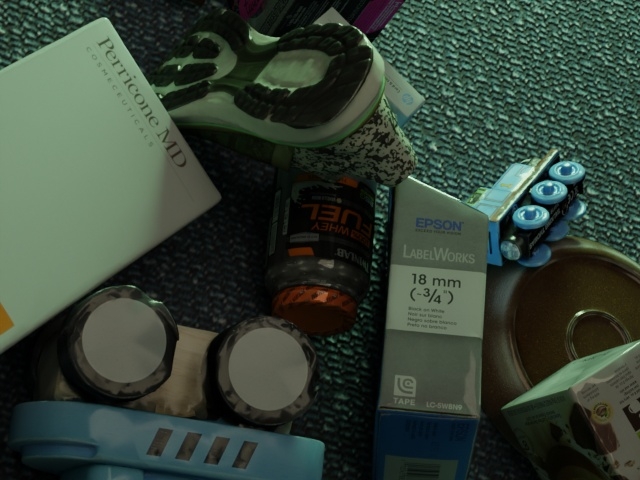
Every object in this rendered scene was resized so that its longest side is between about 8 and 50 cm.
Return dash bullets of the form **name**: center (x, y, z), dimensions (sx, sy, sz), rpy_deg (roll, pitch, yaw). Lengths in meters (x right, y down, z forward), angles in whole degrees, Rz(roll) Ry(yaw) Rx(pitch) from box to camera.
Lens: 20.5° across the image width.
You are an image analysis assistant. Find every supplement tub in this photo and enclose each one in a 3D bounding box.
- **supplement tub**: center (0.000, 0.000, 1.921), dimensions (0.117, 0.117, 0.190), rpy_deg (13, 62, -18)

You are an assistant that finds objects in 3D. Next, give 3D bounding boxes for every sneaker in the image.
- **sneaker**: center (-0.051, -0.121, 1.840), dimensions (0.158, 0.410, 0.182), rpy_deg (-49, 123, -16)

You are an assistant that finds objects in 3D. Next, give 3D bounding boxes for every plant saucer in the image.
- **plant saucer**: center (0.313, 0.127, 2.041), dimensions (0.311, 0.050, 0.310), rpy_deg (9, 63, -19)

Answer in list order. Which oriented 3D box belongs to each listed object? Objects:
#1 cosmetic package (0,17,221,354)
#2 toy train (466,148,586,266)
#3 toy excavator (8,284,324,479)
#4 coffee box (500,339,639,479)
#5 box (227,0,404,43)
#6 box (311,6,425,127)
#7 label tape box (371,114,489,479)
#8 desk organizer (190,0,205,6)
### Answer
- **cosmetic package**: center (-0.328, -0.014, 1.678), dimensions (0.230, 0.161, 0.453), rpy_deg (57, 43, -6)
- **toy train**: center (0.238, -0.039, 2.055), dimensions (0.105, 0.080, 0.184), rpy_deg (14, 41, 28)
- **toy excavator**: center (-0.101, 0.303, 1.709), dimensions (0.433, 0.222, 0.445), rpy_deg (12, 76, -19)
- **coffee box**: center (0.341, 0.269, 1.877), dimensions (0.119, 0.168, 0.297), rpy_deg (-30, 89, -23)
- **box**: center (0.007, -0.324, 1.998), dimensions (0.163, 0.247, 0.142), rpy_deg (-9, 69, -27)
- **box**: center (0.020, -0.155, 1.961), dimensions (0.145, 0.186, 0.038), rpy_deg (45, 57, 1)
- **label tape box**: center (0.116, 0.071, 1.856), dimensions (0.106, 0.240, 0.333), rpy_deg (4, 64, 2)
- **desk organizer**: center (-0.162, -0.337, 2.046), dimensions (0.047, 0.050, 0.130), rpy_deg (-6, 69, -26)
